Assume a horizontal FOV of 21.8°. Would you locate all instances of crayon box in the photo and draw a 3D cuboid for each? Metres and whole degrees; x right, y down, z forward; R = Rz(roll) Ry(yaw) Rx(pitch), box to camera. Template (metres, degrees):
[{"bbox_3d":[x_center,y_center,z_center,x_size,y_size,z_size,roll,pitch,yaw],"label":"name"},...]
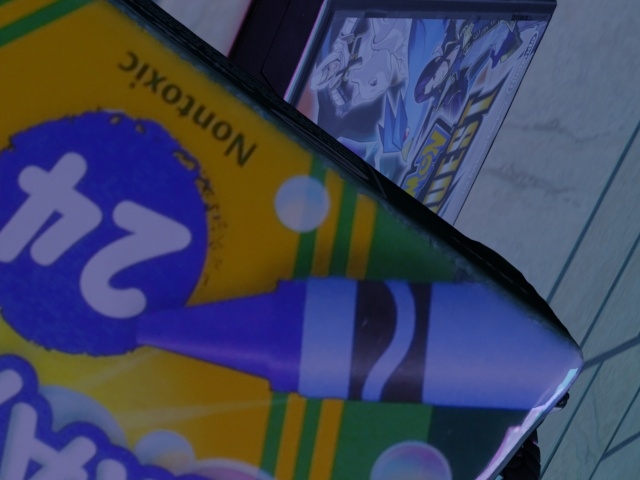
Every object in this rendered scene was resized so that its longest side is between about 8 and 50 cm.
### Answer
[{"bbox_3d":[-0.121,0.086,0.387,0.323,0.203,0.083,-53,-171,7],"label":"crayon box"}]

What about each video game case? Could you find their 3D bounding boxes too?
[{"bbox_3d":[0.000,0.000,0.801,0.248,0.035,0.274,-12,131,-60],"label":"video game case"}]

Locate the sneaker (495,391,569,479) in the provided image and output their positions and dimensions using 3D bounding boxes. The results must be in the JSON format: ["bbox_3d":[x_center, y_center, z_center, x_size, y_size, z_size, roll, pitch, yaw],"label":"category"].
[{"bbox_3d":[0.063,0.112,0.994,0.124,0.107,0.283,-45,177,18],"label":"sneaker"}]
